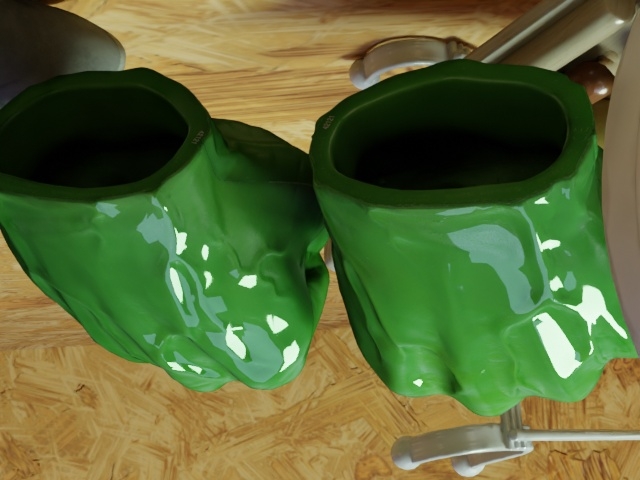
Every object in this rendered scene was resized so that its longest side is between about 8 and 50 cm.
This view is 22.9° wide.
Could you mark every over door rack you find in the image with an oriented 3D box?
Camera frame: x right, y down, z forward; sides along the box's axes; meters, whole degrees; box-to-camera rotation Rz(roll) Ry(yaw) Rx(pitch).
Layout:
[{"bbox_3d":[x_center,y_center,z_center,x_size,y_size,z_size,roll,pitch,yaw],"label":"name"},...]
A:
[{"bbox_3d":[0.136,0.020,0.979,0.108,0.239,0.324,-15,167,39],"label":"over door rack"}]

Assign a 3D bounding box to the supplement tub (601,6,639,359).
[{"bbox_3d":[0.197,-0.010,0.246,0.228,0.228,0.316,-3,-177,-15],"label":"supplement tub"}]

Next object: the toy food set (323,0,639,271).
[{"bbox_3d":[0.161,-0.021,0.703,0.219,0.092,0.306,10,162,-23],"label":"toy food set"}]

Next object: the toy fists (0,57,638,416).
[{"bbox_3d":[0.000,0.000,0.634,0.279,0.096,0.142,1,138,23],"label":"toy fists"}]

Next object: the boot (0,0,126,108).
[{"bbox_3d":[-0.146,-0.088,0.646,0.189,0.076,0.208,6,171,30],"label":"boot"}]
